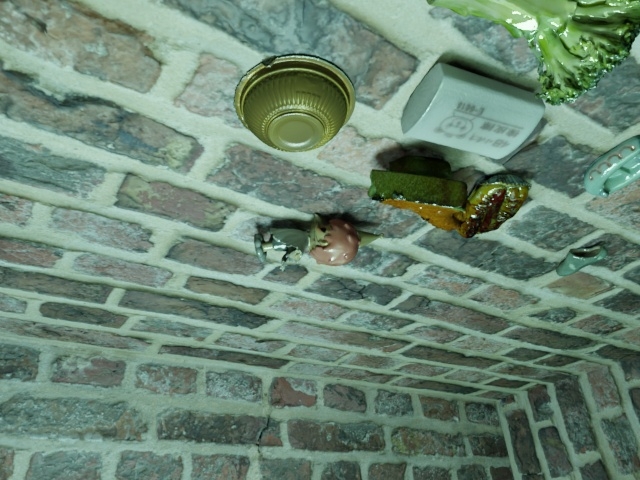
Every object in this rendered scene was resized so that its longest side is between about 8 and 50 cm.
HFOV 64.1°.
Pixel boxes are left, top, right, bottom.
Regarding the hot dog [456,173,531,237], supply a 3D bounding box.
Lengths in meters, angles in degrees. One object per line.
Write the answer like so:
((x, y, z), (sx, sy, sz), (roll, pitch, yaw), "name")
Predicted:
((0.494, -0.093, 1.478), (0.163, 0.081, 0.270), (2, 147, -12), "hot dog")

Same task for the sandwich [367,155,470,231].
((0.293, -0.131, 1.329), (0.250, 0.162, 0.301), (12, 173, 32), "sandwich")

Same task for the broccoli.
((0.363, -0.382, 0.895), (0.362, 0.221, 0.252), (3, 143, 9), "broccoli")

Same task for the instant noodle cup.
((-0.056, -0.268, 1.118), (0.274, 0.090, 0.274), (-2, 149, -1), "instant noodle cup")

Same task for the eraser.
((0.336, -0.281, 1.141), (0.270, 0.094, 0.174), (9, 144, -21), "eraser")

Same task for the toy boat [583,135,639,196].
((0.805, -0.187, 1.364), (0.134, 0.078, 0.208), (12, 144, -29), "toy boat")

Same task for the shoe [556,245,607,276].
((0.904, 0.058, 1.799), (0.078, 0.079, 0.195), (45, 142, -8), "shoe")

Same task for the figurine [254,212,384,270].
((0.000, 0.000, 1.518), (0.387, 0.166, 0.207), (-7, -178, 1), "figurine")
